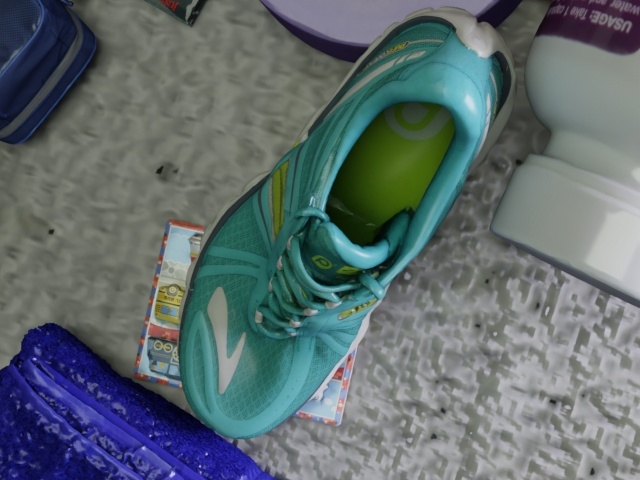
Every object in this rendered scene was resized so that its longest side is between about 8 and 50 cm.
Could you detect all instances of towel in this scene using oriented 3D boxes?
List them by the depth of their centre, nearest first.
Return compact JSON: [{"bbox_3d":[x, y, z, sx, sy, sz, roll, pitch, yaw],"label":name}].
[{"bbox_3d":[-0.100,0.216,0.791,0.308,0.076,0.228,34,93,11],"label":"towel"}]

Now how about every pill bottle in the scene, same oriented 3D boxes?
[{"bbox_3d":[0.205,-0.112,0.703,0.169,0.169,0.302,27,92,12],"label":"pill bottle"}]

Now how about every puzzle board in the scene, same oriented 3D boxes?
[{"bbox_3d":[-0.040,0.047,0.822,0.128,0.011,0.096,12,89,11],"label":"puzzle board"}]

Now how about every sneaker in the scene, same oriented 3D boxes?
[{"bbox_3d":[0.000,0.000,0.730,0.107,0.110,0.275,30,116,-5],"label":"sneaker"}]

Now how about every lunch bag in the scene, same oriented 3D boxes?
[{"bbox_3d":[-0.181,-0.111,0.833,0.098,0.065,0.067,-49,64,6],"label":"lunch bag"}]

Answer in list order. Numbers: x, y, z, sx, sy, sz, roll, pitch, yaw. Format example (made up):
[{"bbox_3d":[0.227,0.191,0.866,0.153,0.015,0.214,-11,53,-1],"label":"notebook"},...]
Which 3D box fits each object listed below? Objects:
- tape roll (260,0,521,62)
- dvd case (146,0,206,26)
[{"bbox_3d":[0.037,-0.194,0.779,0.189,0.080,0.189,0,89,6],"label":"tape roll"},{"bbox_3d":[-0.084,-0.200,0.844,0.087,0.013,0.119,30,91,11],"label":"dvd case"}]
